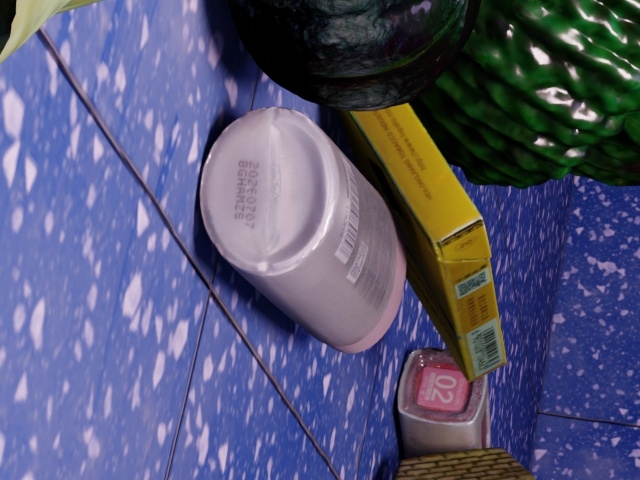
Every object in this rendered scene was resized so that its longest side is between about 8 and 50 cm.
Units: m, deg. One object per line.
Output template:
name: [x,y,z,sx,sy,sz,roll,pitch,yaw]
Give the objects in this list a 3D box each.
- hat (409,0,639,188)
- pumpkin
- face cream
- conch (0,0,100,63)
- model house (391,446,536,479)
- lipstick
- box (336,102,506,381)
hat: [0.216,-0.105,1.138,0.242,0.332,0.274,-54,-169,5]
pumpkin: [0.024,-0.162,0.861,0.202,0.140,0.202,7,90,-80]
face cream: [0.000,0.000,0.981,0.269,0.073,0.107,41,57,-74]
conch: [-0.078,-0.133,0.427,0.250,0.137,0.143,-43,155,-71]
model house: [0.104,0.291,1.455,0.214,0.195,0.189,103,-23,-58]
lipstick: [0.120,0.199,1.596,0.253,0.077,0.079,81,21,-54]
box: [0.070,-0.012,1.176,0.153,0.041,0.279,61,-3,24]
